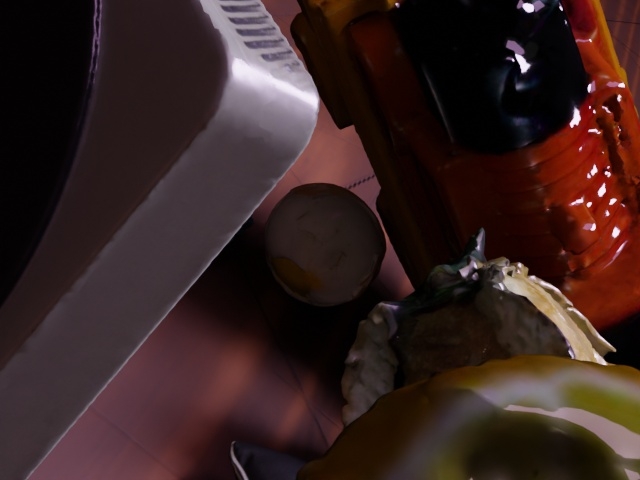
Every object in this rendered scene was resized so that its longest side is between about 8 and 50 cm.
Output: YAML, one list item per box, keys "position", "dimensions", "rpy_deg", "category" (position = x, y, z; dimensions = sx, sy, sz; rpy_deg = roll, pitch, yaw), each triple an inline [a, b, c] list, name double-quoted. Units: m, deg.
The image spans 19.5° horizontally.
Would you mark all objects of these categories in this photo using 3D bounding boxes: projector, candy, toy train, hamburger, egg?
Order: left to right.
- position: [-0.135, -0.037, 0.705]
  dimensions: [0.079, 0.259, 0.257]
  rpy_deg: [20, 29, -44]
  category: "projector"
- position: [0.000, 0.000, 1.114]
  dimensions: [0.071, 0.071, 0.083]
  rpy_deg: [27, 7, -30]
  category: "egg"
- position: [0.119, -0.029, 1.071]
  dimensions: [0.369, 0.163, 0.231]
  rpy_deg: [65, -4, -36]
  category: "toy train"
- position: [0.094, 0.170, 0.721]
  dimensions: [0.260, 0.260, 0.118]
  rpy_deg: [48, -21, 19]
  category: "candy"
- position: [0.129, 0.150, 0.917]
  dimensions: [0.309, 0.132, 0.211]
  rpy_deg: [57, 10, 24]
  category: "hamburger"

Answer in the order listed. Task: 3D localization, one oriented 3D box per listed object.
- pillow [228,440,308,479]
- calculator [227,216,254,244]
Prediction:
- position: [-0.002, 0.148, 0.847]
  dimensions: [0.091, 0.055, 0.135]
  rpy_deg: [58, 14, -29]
  category: "pillow"
- position: [-0.096, -0.052, 1.128]
  dimensions: [0.141, 0.019, 0.094]
  rpy_deg: [44, 22, 6]
  category: "calculator"
